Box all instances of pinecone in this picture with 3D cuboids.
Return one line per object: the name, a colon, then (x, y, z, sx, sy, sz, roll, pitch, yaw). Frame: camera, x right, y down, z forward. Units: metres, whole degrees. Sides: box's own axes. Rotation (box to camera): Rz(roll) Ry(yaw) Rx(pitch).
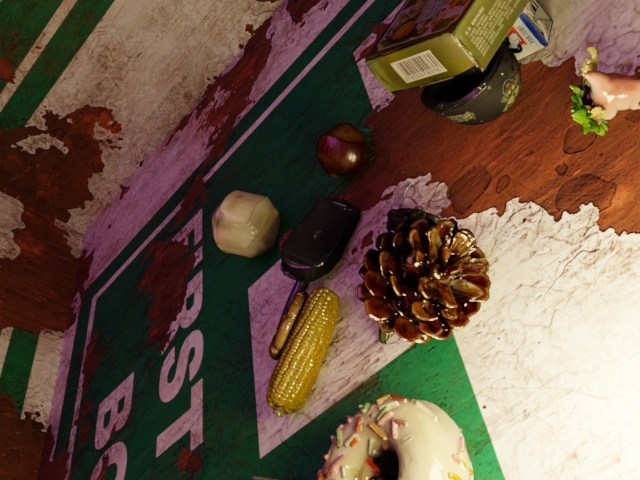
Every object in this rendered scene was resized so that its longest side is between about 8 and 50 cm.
pinecone: (0.230, 0.078, 1.536, 0.296, 0.242, 0.298, -24, 40, 46)

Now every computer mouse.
computer mouse: (0.001, 0.003, 2.058, 0.168, 0.087, 0.295, 24, 69, 35)

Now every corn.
corn: (-0.042, 0.298, 1.850, 0.120, 0.120, 0.363, 6, 71, 56)

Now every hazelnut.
hazelnut: (0.073, -0.287, 2.173, 0.170, 0.160, 0.202, -32, 1, 18)

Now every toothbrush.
toothbrush: (0.224, -0.104, 1.919, 0.131, 0.011, 0.013, -64, 11, -7)

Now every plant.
plant: (0.236, -0.054, 1.804, 0.085, 0.087, 0.174, -45, 29, -27)

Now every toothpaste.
toothpaste: (-0.086, 0.188, 2.087, 0.197, 0.035, 0.057, -65, 16, -7)

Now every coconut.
coconut: (-0.267, -0.055, 2.352, 0.241, 0.241, 0.241, -35, 39, 34)

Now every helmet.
helmet: (0.403, -0.390, 1.768, 0.279, 0.160, 0.230, -2, 60, 62)

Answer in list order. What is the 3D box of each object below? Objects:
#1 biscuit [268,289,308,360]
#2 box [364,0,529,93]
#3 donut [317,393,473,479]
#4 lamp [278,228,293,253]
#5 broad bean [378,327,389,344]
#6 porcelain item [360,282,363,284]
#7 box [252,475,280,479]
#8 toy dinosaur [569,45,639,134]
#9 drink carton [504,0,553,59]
biscuit: (-0.091, 0.237, 1.938, 0.226, 0.042, 0.226, 24, -90, -86)
box: (0.354, -0.593, 1.773, 0.420, 0.138, 0.373, -56, 25, -15)
donut: (0.137, 0.493, 1.413, 0.383, 0.142, 0.382, -34, 39, 33)
lamp: (-0.078, 0.016, 2.155, 0.092, 0.107, 0.107, 80, -146, -78)
broad bean: (0.197, 0.122, 1.736, 0.060, 0.043, 0.297, -21, 45, 60)
porcelain item: (0.128, 0.137, 1.835, 0.036, 0.028, 0.083, -33, 35, 8)
box: (-0.117, 0.631, 1.712, 0.122, 0.084, 0.069, -14, 61, 51)
toy dinosaur: (0.612, -0.298, 1.411, 0.152, 0.194, 0.177, -65, 9, -26)
drink carton: (0.449, -0.530, 1.845, 0.315, 0.130, 0.106, -20, 39, 48)
